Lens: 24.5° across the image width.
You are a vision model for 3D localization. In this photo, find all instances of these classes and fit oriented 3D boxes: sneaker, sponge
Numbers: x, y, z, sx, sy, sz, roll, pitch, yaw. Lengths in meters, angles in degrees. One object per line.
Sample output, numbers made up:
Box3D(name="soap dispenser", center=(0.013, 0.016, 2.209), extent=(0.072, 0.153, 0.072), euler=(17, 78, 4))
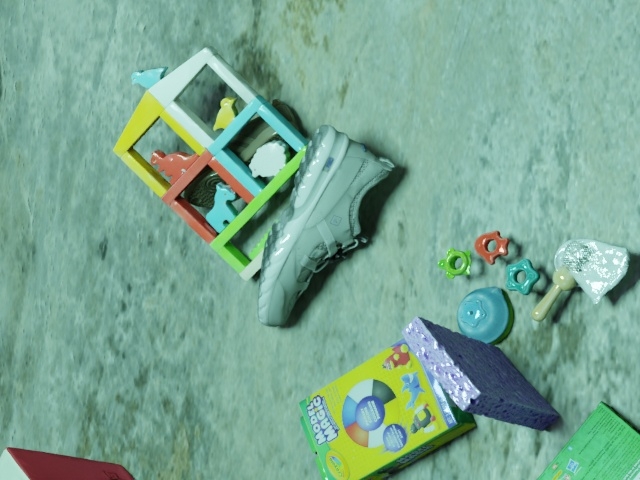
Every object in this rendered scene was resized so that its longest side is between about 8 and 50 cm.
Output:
Box3D(name="sneaker", center=(0.000, 0.000, 1.839), extent=(0.105, 0.115, 0.281), euler=(-88, 20, -61))
Box3D(name="sponge", center=(0.179, 0.150, 1.628), extent=(0.031, 0.210, 0.117), euler=(-48, 58, 14))
Box3D(name="sneaker", center=(-0.106, -0.115, 1.968), extent=(0.188, 0.066, 0.071), euler=(-32, 48, 20))

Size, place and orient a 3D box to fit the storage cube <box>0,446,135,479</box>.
Box3D(name="storage cube", center=(-0.333, 0.405, 1.923), extent=(0.184, 0.193, 0.215), euler=(35, 101, 45))

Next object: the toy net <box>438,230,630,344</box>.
Box3D(name="toy net", center=(0.251, 0.038, 1.701), extent=(0.232, 0.045, 0.122), euler=(-19, 70, 29))

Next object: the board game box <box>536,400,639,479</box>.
Box3D(name="board game box", center=(0.275, 0.316, 1.610), extent=(0.259, 0.030, 0.136), euler=(-51, 49, 6))

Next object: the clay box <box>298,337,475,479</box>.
Box3D(name="clay box", center=(0.066, 0.217, 1.787), extent=(0.222, 0.053, 0.127), euler=(-34, 64, 24))

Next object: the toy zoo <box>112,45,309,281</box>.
Box3D(name="toy zoo", center=(-0.135, -0.114, 1.909), extent=(0.293, 0.030, 0.192), euler=(44, 109, -1))
